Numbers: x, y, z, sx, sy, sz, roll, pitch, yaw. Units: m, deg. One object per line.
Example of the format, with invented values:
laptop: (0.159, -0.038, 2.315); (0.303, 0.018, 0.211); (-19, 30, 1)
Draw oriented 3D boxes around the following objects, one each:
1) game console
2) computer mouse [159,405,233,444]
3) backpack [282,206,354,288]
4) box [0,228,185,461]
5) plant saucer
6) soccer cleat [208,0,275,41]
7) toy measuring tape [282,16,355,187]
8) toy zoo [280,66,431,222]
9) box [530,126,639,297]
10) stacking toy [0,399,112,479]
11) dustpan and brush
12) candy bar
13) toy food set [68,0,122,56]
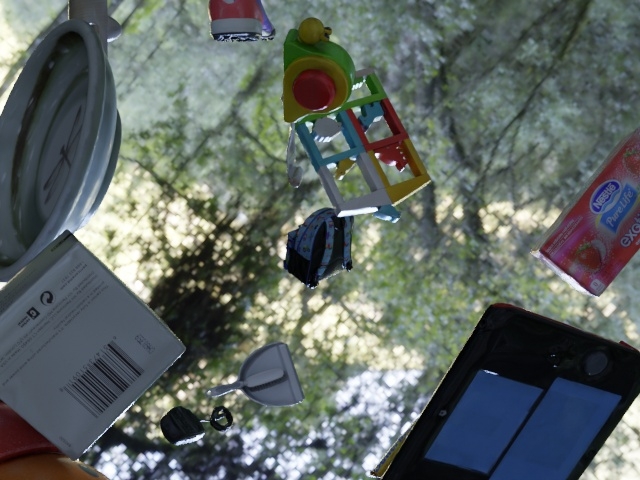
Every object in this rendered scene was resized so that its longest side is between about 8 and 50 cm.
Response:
game console: (0.307, 0.295, 1.397); (0.342, 0.386, 0.060); (18, -160, -30)
computer mouse: (-0.236, 0.352, 1.698); (0.071, 0.041, 0.242); (49, -167, 20)
backpack: (0.000, 0.000, 2.037); (0.117, 0.173, 0.158); (32, -141, 34)
box: (-0.287, 0.116, 1.020); (0.182, 0.181, 0.119); (48, 169, -21)
plant saucer: (-0.389, -0.124, 1.321); (0.100, 0.400, 0.400); (18, -158, -36)
soccer cleat: (-0.139, -0.411, 1.573); (0.108, 0.116, 0.318); (-2, -168, 2)
toy measuring tape: (-0.001, -0.218, 1.477); (0.121, 0.121, 0.330); (49, 151, 39)
toy zoo: (0.073, -0.163, 1.599); (0.293, 0.192, 0.030); (64, 156, 13)
box: (0.551, -0.051, 1.681); (0.142, 0.300, 0.154); (39, -177, 7)
stacking toy: (-0.451, 0.263, 1.077); (0.480, 0.350, 0.350); (52, -168, 21)
dustpan and brush: (-0.153, 0.313, 1.963); (0.060, 0.211, 0.147); (101, 151, -69)
candy bar: (0.144, 0.362, 1.580); (0.018, 0.161, 0.040); (45, 167, -3)
toy food set: (-0.410, -0.297, 1.614); (0.092, 0.220, 0.306); (0, 168, -15)
